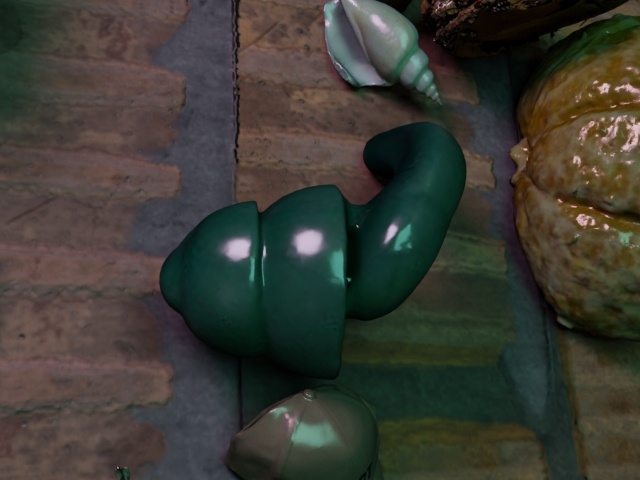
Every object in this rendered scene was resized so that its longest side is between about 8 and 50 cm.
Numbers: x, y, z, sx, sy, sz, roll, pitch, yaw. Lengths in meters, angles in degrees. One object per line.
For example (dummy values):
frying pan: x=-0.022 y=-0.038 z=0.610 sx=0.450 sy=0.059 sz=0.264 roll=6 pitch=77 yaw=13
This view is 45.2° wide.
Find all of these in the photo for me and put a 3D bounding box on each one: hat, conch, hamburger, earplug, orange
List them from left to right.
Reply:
earplug: x=0.000 y=-0.007 z=0.667 sx=0.281 sy=0.164 sz=0.257 roll=-6 pitch=66 yaw=-10
hat: x=0.020 y=0.206 z=0.632 sx=0.147 sy=0.085 sz=0.175 roll=-19 pitch=76 yaw=-26
conch: x=0.063 y=-0.203 z=0.823 sx=0.180 sy=0.088 sz=0.065 roll=46 pitch=19 yaw=9
hamburger: x=0.219 y=-0.268 z=0.809 sx=0.231 sy=0.231 sz=0.106 roll=-21 pitch=90 yaw=-25
orange: x=0.355 y=-0.087 z=0.797 sx=0.271 sy=0.210 sz=0.368 roll=16 pitch=64 yaw=-11

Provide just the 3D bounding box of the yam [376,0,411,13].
yam: x=0.088 y=-0.306 z=0.819 sx=0.079 sy=0.141 sz=0.079 roll=8 pitch=66 yaw=-17

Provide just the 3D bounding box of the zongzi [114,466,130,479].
zongzi: x=-0.059 y=0.242 z=0.591 sx=0.178 sy=0.081 sz=0.188 roll=-14 pitch=77 yaw=-23
